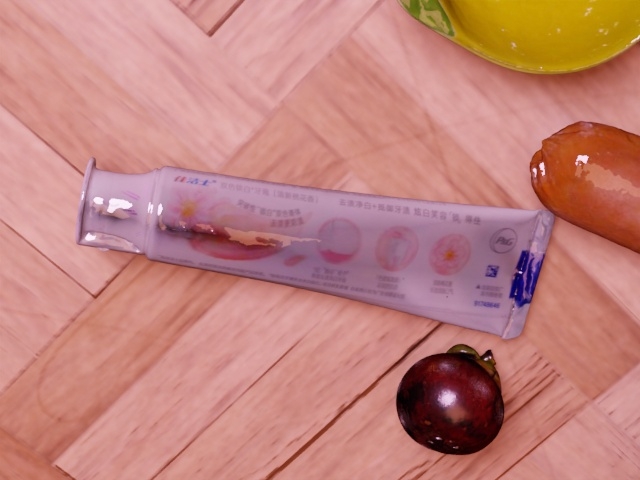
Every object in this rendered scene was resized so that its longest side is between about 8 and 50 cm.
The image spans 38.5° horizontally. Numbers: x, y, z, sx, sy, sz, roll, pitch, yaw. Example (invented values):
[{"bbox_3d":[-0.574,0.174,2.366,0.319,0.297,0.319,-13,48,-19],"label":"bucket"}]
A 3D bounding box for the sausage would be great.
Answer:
[{"bbox_3d":[0.234,-0.023,0.620,0.197,0.076,0.076,23,108,-7],"label":"sausage"}]

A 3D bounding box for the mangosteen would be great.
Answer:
[{"bbox_3d":[0.094,0.116,0.670,0.081,0.081,0.081,0,110,-1],"label":"mangosteen"}]

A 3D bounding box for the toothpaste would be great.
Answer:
[{"bbox_3d":[0.000,0.000,0.632,0.323,0.066,0.100,10,105,-9],"label":"toothpaste"}]

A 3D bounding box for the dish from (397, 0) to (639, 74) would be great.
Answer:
[{"bbox_3d":[0.127,-0.183,0.557,0.207,0.080,0.149,8,113,-5],"label":"dish"}]
